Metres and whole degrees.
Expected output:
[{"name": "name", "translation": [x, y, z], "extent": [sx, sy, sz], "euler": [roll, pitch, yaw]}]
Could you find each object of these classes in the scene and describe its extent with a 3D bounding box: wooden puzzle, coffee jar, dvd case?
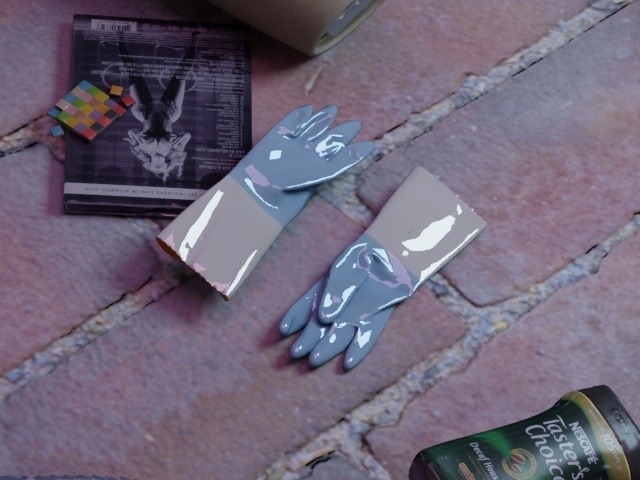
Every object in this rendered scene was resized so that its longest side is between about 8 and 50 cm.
[{"name": "wooden puzzle", "translation": [-0.204, -0.114, 1.731], "extent": [0.049, 0.006, 0.083], "euler": [34, 56, 17]}, {"name": "coffee jar", "translation": [0.168, 0.182, 1.545], "extent": [0.184, 0.079, 0.096], "euler": [-19, 58, -22]}, {"name": "dvd case", "translation": [-0.142, -0.111, 1.755], "extent": [0.164, 0.018, 0.221], "euler": [3, 53, -7]}]

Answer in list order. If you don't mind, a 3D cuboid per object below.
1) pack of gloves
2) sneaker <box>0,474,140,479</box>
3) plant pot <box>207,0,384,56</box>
[{"name": "pack of gloves", "translation": [0.000, 0.000, 1.690], "extent": [0.195, 0.046, 0.232], "euler": [42, 58, 5]}, {"name": "sneaker", "translation": [-0.250, 0.246, 1.412], "extent": [0.319, 0.112, 0.131], "euler": [-3, 51, -10]}, {"name": "plant pot", "translation": [-0.055, -0.309, 1.801], "extent": [0.274, 0.256, 0.256], "euler": [47, 59, 5]}]
